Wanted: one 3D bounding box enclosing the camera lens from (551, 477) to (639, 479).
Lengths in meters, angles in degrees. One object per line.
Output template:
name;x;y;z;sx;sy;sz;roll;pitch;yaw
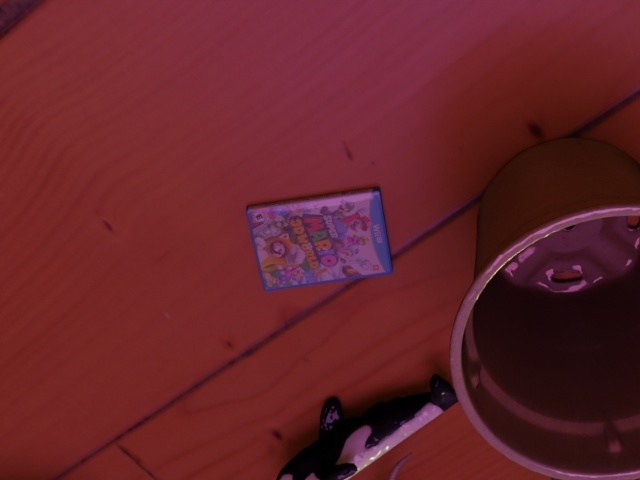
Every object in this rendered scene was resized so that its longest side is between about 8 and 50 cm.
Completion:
camera lens;0.406;0.311;1.471;0.219;0.274;0.219;0;118;1

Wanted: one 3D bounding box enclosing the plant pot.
plant pot;0.301;0.044;1.313;0.334;0.305;0.334;1;118;1

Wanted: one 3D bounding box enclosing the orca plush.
orca plush;0.041;0.249;1.547;0.287;0.151;0.102;-39;80;22

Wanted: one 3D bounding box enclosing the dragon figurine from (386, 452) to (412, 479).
dragon figurine;0.107;0.423;1.643;0.085;0.144;0.289;-7;99;7

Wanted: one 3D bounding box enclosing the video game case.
video game case;0.000;0.000;1.460;0.166;0.015;0.119;-8;117;5
